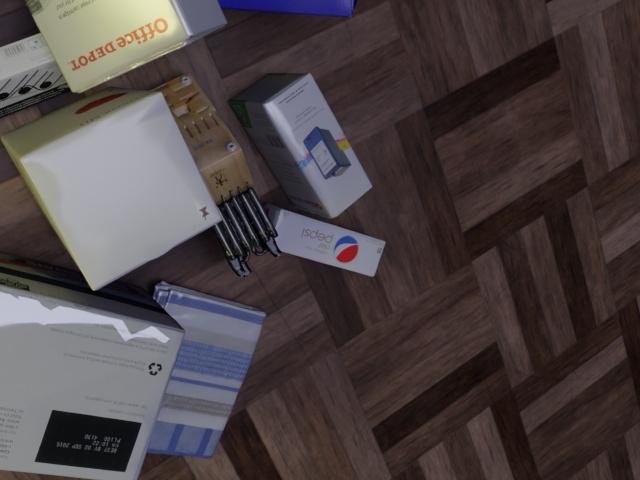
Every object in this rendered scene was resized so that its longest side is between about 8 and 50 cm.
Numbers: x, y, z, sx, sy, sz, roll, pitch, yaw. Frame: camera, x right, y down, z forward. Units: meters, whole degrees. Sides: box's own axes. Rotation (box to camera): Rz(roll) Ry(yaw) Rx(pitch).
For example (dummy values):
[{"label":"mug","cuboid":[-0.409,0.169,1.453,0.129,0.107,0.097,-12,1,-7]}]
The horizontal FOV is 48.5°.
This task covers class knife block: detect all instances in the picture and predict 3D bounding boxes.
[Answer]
[{"label":"knife block","cuboid":[-0.159,-0.083,1.080,0.088,0.276,0.242,-28,147,-12]}]

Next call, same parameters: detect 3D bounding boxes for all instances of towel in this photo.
[{"label":"towel","cuboid":[-0.223,0.221,1.178,0.209,0.034,0.285,18,95,-32]}]

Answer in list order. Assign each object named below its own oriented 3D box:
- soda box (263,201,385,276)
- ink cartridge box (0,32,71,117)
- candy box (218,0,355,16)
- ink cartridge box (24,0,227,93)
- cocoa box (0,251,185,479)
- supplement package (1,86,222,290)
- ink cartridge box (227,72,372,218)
[{"label":"soda box","cuboid":[0.000,0.000,1.216,0.216,0.074,0.069,16,94,-29]},{"label":"ink cartridge box","cuboid":[-0.430,-0.199,0.927,0.207,0.097,0.046,-28,82,-20]},{"label":"candy box","cuboid":[-0.102,-0.445,0.921,0.317,0.122,0.268,6,118,4]},{"label":"ink cartridge box","cuboid":[-0.266,-0.345,0.863,0.273,0.196,0.114,67,26,-16]},{"label":"cocoa box","cuboid":[-0.402,0.155,0.955,0.347,0.228,0.232,18,93,-30]},{"label":"supplement package","cuboid":[-0.281,-0.085,0.924,0.177,0.293,0.175,-31,114,-19]},{"label":"ink cartridge box","cuboid":[-0.032,-0.150,1.117,0.093,0.154,0.212,-38,115,-16]}]
